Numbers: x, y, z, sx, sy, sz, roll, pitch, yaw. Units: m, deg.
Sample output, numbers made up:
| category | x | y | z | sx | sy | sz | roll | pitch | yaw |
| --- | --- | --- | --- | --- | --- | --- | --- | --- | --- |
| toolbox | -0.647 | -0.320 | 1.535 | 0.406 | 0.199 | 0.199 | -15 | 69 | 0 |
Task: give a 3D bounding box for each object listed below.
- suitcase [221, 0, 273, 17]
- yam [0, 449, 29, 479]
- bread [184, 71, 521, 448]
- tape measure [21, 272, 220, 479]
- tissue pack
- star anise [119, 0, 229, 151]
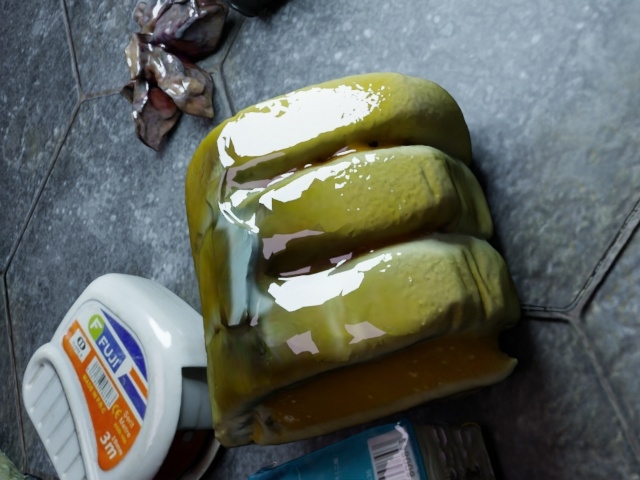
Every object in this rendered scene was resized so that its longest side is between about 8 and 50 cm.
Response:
| category | x | y | z | sx | sy | sz | roll | pitch | yaw |
| --- | --- | --- | --- | --- | --- | --- | --- | --- | --- |
| suitcase | -0.158 | -0.439 | 0.830 | 0.188 | 0.345 | 0.339 | -31 | 61 | 27 |
| yam | -0.486 | 0.363 | 1.095 | 0.330 | 0.133 | 0.133 | 25 | 98 | 46 |
| bread | 0.000 | 0.000 | 0.685 | 0.301 | 0.210 | 0.341 | -20 | 67 | 35 |
| tape measure | -0.223 | 0.191 | 0.895 | 0.265 | 0.130 | 0.258 | -52 | 54 | 13 |
| tissue pack | 0.067 | 0.296 | 0.605 | 0.192 | 0.134 | 0.270 | -30 | 62 | 34 |
| star anise | -0.199 | -0.242 | 0.989 | 0.214 | 0.099 | 0.219 | -41 | 56 | 39 |
